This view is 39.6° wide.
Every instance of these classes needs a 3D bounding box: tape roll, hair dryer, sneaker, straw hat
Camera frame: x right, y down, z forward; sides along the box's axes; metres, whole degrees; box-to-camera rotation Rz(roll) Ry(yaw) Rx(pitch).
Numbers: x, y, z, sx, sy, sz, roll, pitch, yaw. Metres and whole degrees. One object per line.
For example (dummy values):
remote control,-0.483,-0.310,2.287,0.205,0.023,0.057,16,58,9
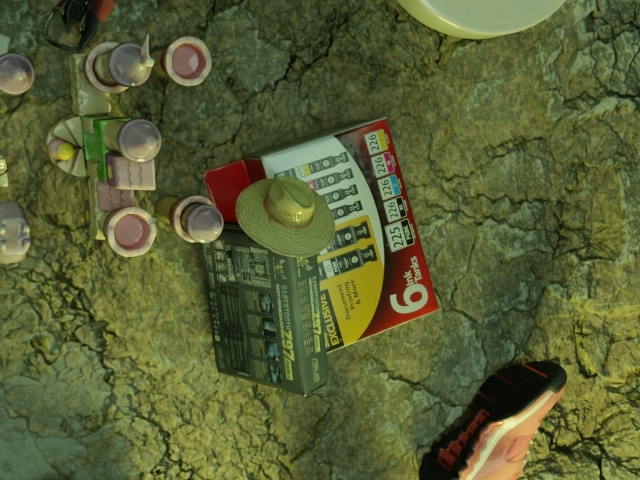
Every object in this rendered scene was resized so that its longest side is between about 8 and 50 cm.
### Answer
tape roll,0.256,-0.520,1.414,0.392,0.072,0.392,-2,96,-18
hair dryer,-0.255,-0.380,1.186,0.080,0.294,0.223,-30,116,-61
sneaker,0.309,0.338,1.518,0.314,0.116,0.136,-45,118,-3
straw hat,-0.039,-0.051,1.189,0.145,0.061,0.144,8,50,-9

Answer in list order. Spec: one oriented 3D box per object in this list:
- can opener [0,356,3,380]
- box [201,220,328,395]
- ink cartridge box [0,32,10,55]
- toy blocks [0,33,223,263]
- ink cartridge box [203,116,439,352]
can opener,-0.580,0.200,1.198,0.283,0.076,0.095,-24,104,-17
box,-0.083,0.095,1.291,0.059,0.183,0.232,-22,111,-46
ink cartridge box,-0.529,-0.112,1.149,0.176,0.069,0.370,11,90,-51
toy blocks,-0.273,-0.114,1.140,0.309,0.260,0.288,-8,104,-28
ink cartridge box,0.000,0.000,1.349,0.272,0.130,0.309,-20,101,-14
